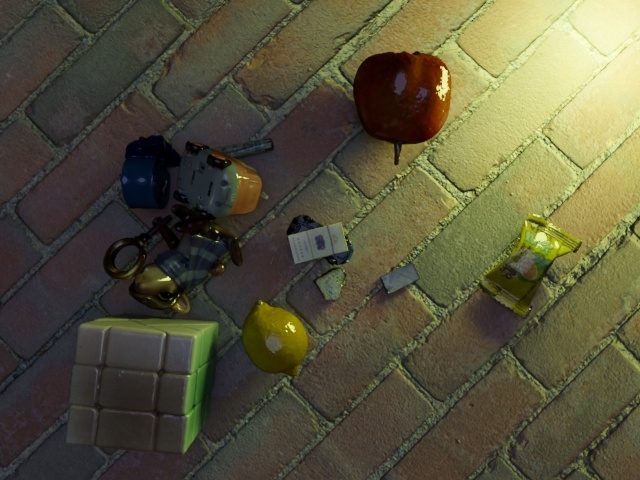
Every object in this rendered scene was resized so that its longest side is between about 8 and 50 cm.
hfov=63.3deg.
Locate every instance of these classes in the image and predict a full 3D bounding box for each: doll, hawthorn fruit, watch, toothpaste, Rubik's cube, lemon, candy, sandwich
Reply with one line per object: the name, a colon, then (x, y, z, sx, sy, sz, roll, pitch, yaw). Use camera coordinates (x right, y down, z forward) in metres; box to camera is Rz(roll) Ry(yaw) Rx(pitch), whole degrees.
doll: (-0.429, 0.055, 1.541, 0.318, 0.209, 0.340, 41, 91, 6)
hawthorn fruit: (0.236, -0.388, 1.530, 0.287, 0.287, 0.330, 3, 95, 1)
watch: (-0.517, -0.195, 1.565, 0.171, 0.196, 0.200, 2, 80, 10)
toothpaste: (-0.267, -0.281, 1.639, 0.239, 0.039, 0.062, -12, 83, 2)
Rubik's cube: (-0.483, 0.386, 1.470, 0.318, 0.322, 0.316, 6, 89, 0)
lemon: (-0.135, 0.292, 1.538, 0.187, 0.187, 0.244, -32, 85, -1)
candy: (0.638, 0.074, 1.588, 0.187, 0.081, 0.297, 34, 88, 4)
sandwich: (0.041, 0.136, 1.616, 0.105, 0.036, 0.093, -35, 86, -2)

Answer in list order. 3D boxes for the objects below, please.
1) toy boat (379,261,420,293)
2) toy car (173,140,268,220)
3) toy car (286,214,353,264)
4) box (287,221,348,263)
toy boat: (0.248, 0.117, 1.624, 0.115, 0.016, 0.063, -24, 87, -1)
toy car: (-0.292, -0.173, 1.539, 0.270, 0.212, 0.181, 32, 111, 40)
toy car: (0.000, 0.000, 1.610, 0.216, 0.063, 0.103, 28, 89, -4)
box: (-0.008, 0.008, 1.565, 0.166, 0.024, 0.090, -14, 92, -2)
